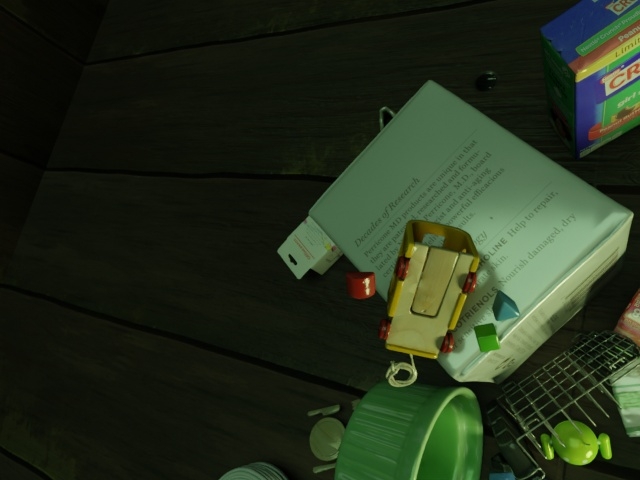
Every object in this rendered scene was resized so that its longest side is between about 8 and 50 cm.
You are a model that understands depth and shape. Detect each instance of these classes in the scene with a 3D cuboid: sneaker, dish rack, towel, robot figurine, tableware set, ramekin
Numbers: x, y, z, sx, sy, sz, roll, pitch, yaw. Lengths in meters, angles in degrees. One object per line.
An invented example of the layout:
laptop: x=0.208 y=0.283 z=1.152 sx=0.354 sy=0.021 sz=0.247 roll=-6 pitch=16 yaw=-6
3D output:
sneaker: x=0.180 y=-0.236 z=1.138 sx=0.069 sy=0.084 sz=0.186 roll=-27 pitch=61 yaw=19
dish rack: x=0.393 y=0.253 z=0.766 sx=0.271 sy=0.208 sz=0.074 roll=-41 pitch=84 yaw=10
sneaker: x=0.370 y=0.413 z=0.816 sx=0.152 sy=0.058 sz=0.085 roll=-4 pitch=79 yaw=35
towel: x=0.554 y=0.245 z=0.792 sx=0.113 sy=0.023 sz=0.152 roll=-16 pitch=65 yaw=23
robot figurine: x=0.421 y=0.333 z=0.781 sx=0.101 sy=0.115 sz=0.067 roll=-10 pitch=68 yaw=26
tableware set: x=0.070 y=0.413 z=1.002 sx=0.194 sy=0.039 sz=0.128 roll=-20 pitch=52 yaw=16
ramekin: x=0.156 y=0.389 z=0.811 sx=0.148 sy=0.303 sz=0.304 roll=4 pitch=75 yaw=38

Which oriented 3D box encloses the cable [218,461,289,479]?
cable: x=-0.145 y=0.616 z=1.004 sx=0.257 sy=0.089 sz=0.257 roll=-20 pitch=65 yaw=35

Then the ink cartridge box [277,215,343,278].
ink cartridge box: x=0.000 y=0.000 z=1.169 sx=0.198 sy=0.067 sz=0.115 roll=-45 pitch=57 yaw=7

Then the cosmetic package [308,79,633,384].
cosmetic package: x=0.266 y=0.000 z=0.859 sx=0.327 sy=0.329 sz=0.394 roll=-48 pitch=56 yaw=10

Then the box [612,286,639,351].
box: x=0.628 y=0.154 z=0.698 sx=0.299 sy=0.142 sz=0.154 roll=35 pitch=85 yaw=32

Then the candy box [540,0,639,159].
candy box: x=0.541 y=-0.317 z=0.820 sx=0.268 sy=0.317 sz=0.122 roll=-32 pitch=60 yaw=17

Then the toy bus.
toy bus: x=0.141 y=0.072 z=0.648 sx=0.202 sy=0.191 sz=0.104 roll=-29 pitch=19 yaw=20
